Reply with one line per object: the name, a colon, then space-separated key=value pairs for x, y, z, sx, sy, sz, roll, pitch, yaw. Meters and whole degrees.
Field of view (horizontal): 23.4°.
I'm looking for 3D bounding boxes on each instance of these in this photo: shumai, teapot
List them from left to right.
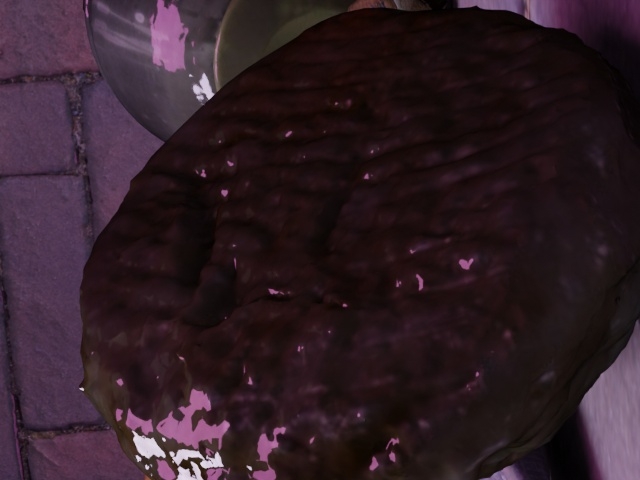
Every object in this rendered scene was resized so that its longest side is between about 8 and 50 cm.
teapot: x=-0.005 y=-0.184 z=1.119 sx=0.239 sy=0.321 sz=0.239 roll=43 pitch=-179 yaw=-29
shumai: x=0.046 y=0.040 z=0.599 sx=0.203 sy=0.222 sz=0.272 roll=55 pitch=-166 yaw=-27

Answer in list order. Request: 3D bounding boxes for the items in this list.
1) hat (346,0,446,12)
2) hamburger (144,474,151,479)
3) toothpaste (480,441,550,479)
hat: x=0.055 y=-0.126 z=0.968 sx=0.076 sy=0.059 sz=0.077 roll=51 pitch=-159 yaw=-20
hamburger: x=-0.053 y=0.354 z=1.500 sx=0.330 sy=0.162 sz=0.209 roll=54 pitch=-169 yaw=-18
toothpaste: x=0.096 y=0.142 z=0.710 sx=0.099 sy=0.068 sz=0.282 roll=48 pitch=-166 yaw=-42
